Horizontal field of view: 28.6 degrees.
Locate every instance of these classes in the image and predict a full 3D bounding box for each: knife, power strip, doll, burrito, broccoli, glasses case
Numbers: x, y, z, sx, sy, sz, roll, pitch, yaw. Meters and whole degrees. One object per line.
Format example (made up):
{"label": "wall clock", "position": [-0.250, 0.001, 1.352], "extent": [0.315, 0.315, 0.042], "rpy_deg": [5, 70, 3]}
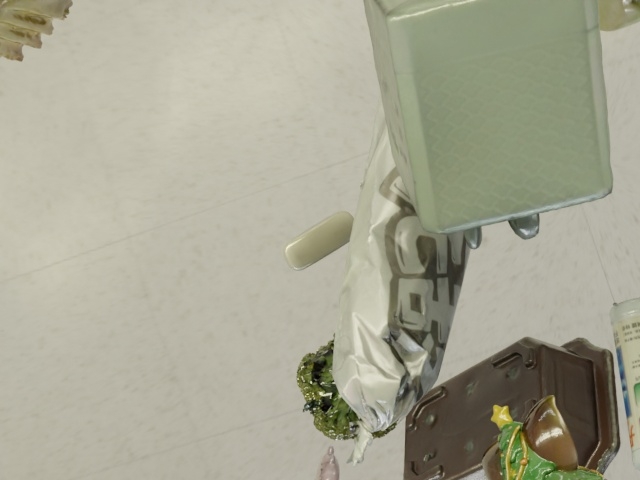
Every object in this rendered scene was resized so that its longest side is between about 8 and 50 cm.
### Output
{"label": "knife", "position": [-0.017, 0.495, 1.814], "extent": [0.038, 0.132, 0.398], "rpy_deg": [9, 100, -6]}
{"label": "power strip", "position": [0.120, -0.087, 0.890], "extent": [0.139, 0.140, 0.224], "rpy_deg": [-13, 114, -2]}
{"label": "doll", "position": [0.139, 0.157, 0.785], "extent": [0.113, 0.077, 0.078], "rpy_deg": [43, 128, 6]}
{"label": "burrito", "position": [0.085, -0.005, 1.145], "extent": [0.101, 0.139, 0.445], "rpy_deg": [-1, 67, 35]}
{"label": "broccoli", "position": [0.040, 0.159, 1.396], "extent": [0.131, 0.120, 0.130], "rpy_deg": [-6, 62, -11]}
{"label": "glasses case", "position": [0.000, 0.000, 1.221], "extent": [0.083, 0.021, 0.032], "rpy_deg": [-32, 102, -24]}

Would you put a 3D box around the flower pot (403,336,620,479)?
{"label": "flower pot", "position": [0.173, 0.189, 1.251], "extent": [0.084, 0.178, 0.251], "rpy_deg": [31, 134, -28]}

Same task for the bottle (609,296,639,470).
{"label": "bottle", "position": [0.282, 0.155, 1.033], "extent": [0.060, 0.060, 0.217], "rpy_deg": [-9, 67, 12]}

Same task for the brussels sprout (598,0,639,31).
{"label": "brussels sprout", "position": [0.377, -0.405, 1.377], "extent": [0.281, 0.289, 0.354], "rpy_deg": [41, 81, -26]}

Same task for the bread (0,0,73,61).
{"label": "bread", "position": [-0.315, -0.348, 1.192], "extent": [0.236, 0.183, 0.388], "rpy_deg": [23, 86, -4]}
